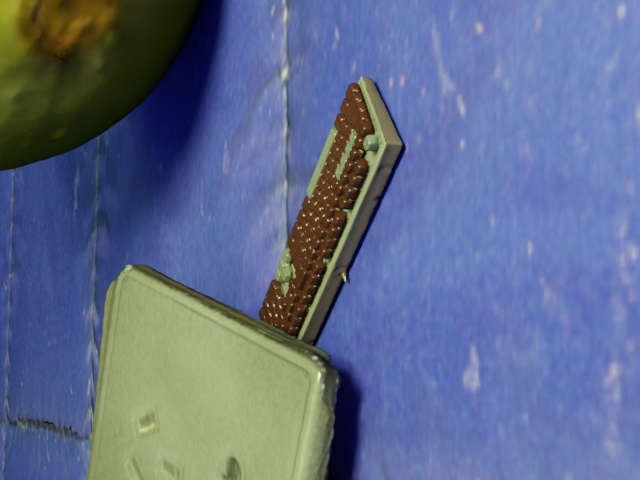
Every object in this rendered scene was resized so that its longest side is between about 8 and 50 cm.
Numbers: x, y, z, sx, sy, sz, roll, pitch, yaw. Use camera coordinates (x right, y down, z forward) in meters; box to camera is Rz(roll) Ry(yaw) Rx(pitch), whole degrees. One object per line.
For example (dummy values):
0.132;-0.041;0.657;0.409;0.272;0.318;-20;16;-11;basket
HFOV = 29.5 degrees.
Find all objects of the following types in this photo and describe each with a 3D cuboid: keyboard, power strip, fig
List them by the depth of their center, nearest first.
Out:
0.000;0.000;0.604;0.055;0.017;0.166;-110;32;-42;keyboard
-0.052;0.129;0.652;0.213;0.064;0.198;21;106;52;power strip
-0.227;-0.192;0.803;0.343;0.343;0.344;-177;90;-67;fig
